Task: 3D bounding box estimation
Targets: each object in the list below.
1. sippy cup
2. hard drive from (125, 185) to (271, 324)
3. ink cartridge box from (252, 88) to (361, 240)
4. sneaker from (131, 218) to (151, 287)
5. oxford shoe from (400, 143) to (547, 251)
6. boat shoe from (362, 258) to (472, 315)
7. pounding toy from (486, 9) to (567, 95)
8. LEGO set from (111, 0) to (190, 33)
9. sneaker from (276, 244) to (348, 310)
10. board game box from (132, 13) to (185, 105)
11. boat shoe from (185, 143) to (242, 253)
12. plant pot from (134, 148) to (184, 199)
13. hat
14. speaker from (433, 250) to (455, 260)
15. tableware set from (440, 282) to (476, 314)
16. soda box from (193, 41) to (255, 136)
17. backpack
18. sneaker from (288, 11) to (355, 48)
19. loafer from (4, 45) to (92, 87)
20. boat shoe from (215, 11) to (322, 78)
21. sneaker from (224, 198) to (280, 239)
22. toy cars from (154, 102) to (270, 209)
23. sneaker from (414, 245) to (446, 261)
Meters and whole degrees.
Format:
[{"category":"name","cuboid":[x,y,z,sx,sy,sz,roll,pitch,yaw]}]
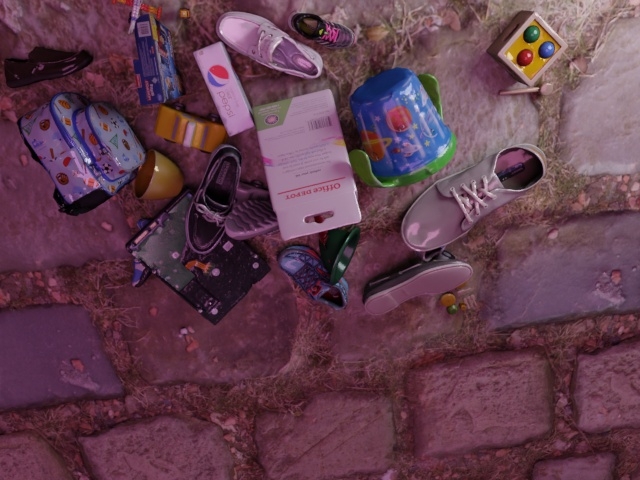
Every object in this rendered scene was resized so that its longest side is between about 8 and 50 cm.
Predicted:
[{"category":"sippy cup","cuboid":[0.187,-0.287,1.313,0.240,0.305,0.224,-18,125,18]},{"category":"hard drive","cuboid":[-0.333,0.047,1.496,0.237,0.064,0.339,-46,117,-5]},{"category":"ink cartridge box","cuboid":[-0.029,-0.172,1.324,0.207,0.119,0.353,-13,75,2]},{"category":"sneaker","cuboid":[-0.500,0.033,1.522,0.081,0.080,0.211,21,103,-7]},{"category":"oxford shoe","cuboid":[0.414,-0.122,1.463,0.449,0.130,0.169,-32,91,8]},{"category":"boat shoe","cuboid":[0.273,0.115,1.578,0.335,0.095,0.112,-24,128,17]},{"category":"pounding toy","cuboid":[0.531,-0.439,1.362,0.206,0.094,0.181,35,108,-18]},{"category":"LEGO set","cuboid":[-0.411,-0.602,1.232,0.182,0.060,0.244,-26,115,12]},{"category":"sneaker","cuboid":[-0.013,0.112,1.564,0.262,0.125,0.104,34,108,-19]},{"category":"board game box","cuboid":[-0.382,-0.407,1.272,0.060,0.194,0.194,-8,96,2]},{"category":"boat shoe","cuboid":[-0.268,-0.090,1.367,0.113,0.105,0.306,21,109,-20]},{"category":"plant pot","cuboid":[-0.418,-0.162,1.412,0.095,0.134,0.134,16,115,-36]},{"category":"hat","cuboid":[0.000,0.000,1.543,0.184,0.173,0.208,24,82,14]},{"category":"speaker","cuboid":[0.353,0.098,1.626,0.055,0.055,0.136,18,113,-13]},{"category":"tableware set","cuboid":[0.420,0.164,1.683,0.104,0.024,0.154,-25,116,11]},{"category":"soda box","cuboid":[-0.233,-0.375,1.333,0.074,0.069,0.216,-20,109,6]},{"category":"backpack","cuboid":[-0.572,-0.225,1.295,0.213,0.276,0.263,-36,107,7]},{"category":"sneaker","cuboid":[0.004,-0.506,1.299,0.170,0.075,0.063,17,113,-12]},{"category":"loafer","cuboid":[-0.659,-0.425,1.281,0.220,0.080,0.078,-14,116,2]},{"category":"boat shoe","cuboid":[-0.119,-0.470,1.294,0.277,0.096,0.098,19,113,-13]},{"category":"sneaker","cuboid":[-0.142,-0.044,1.418,0.105,0.281,0.115,39,126,22]},{"category":"toy cars","cuboid":[-0.282,-0.199,1.416,0.176,0.087,0.393,-29,114,9]},{"category":"sneaker","cuboid":[0.358,-0.008,1.562,0.071,0.083,0.190,34,107,-17]}]
